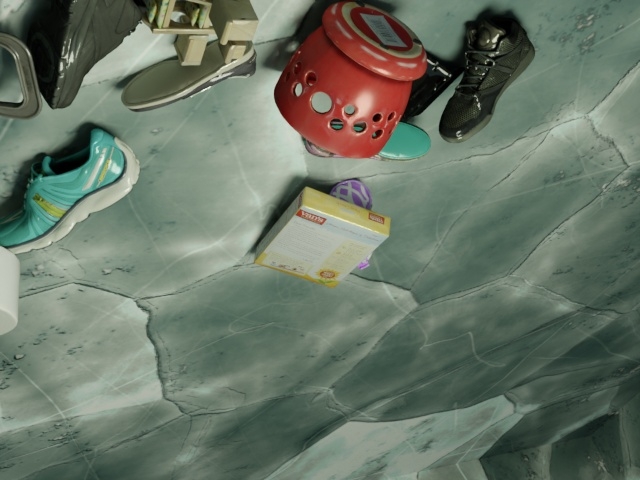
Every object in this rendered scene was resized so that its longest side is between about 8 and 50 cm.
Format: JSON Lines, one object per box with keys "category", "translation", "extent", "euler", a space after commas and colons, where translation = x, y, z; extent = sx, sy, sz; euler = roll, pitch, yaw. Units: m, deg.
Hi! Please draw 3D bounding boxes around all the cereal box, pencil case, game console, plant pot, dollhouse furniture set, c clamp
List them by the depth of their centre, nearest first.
{"category": "dollhouse furniture set", "translation": [-0.173, -0.269, 1.343], "extent": [0.101, 0.161, 0.182], "euler": [-5, 144, -27]}
{"category": "c clamp", "translation": [-0.435, -0.211, 1.350], "extent": [0.137, 0.022, 0.161], "euler": [13, 135, 4]}
{"category": "plant pot", "translation": [0.047, -0.244, 1.512], "extent": [0.191, 0.191, 0.174], "euler": [1, 135, -35]}
{"category": "game console", "translation": [0.168, -0.264, 1.728], "extent": [0.107, 0.071, 0.122], "euler": [33, 123, -20]}
{"category": "cereal box", "translation": [0.000, 0.000, 1.887], "extent": [0.173, 0.047, 0.240], "euler": [19, 147, -17]}
{"category": "pencil case", "translation": [0.060, -0.027, 1.948], "extent": [0.086, 0.088, 0.206], "euler": [-22, 149, -8]}

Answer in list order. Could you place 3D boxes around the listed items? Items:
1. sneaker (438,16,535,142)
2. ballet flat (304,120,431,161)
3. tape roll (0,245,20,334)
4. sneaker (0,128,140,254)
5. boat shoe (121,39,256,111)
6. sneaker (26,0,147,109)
{"category": "sneaker", "translation": [0.252, -0.270, 1.654], "extent": [0.227, 0.087, 0.130], "euler": [-51, 141, -7]}
{"category": "ballet flat", "translation": [0.077, -0.170, 1.759], "extent": [0.221, 0.077, 0.079], "euler": [-2, 179, -18]}
{"category": "tape roll", "translation": [-0.603, 0.075, 1.559], "extent": [0.286, 0.100, 0.286], "euler": [-2, 160, -1]}
{"category": "sneaker", "translation": [-0.407, -0.078, 1.574], "extent": [0.275, 0.107, 0.110], "euler": [-33, 126, 13]}
{"category": "boat shoe", "translation": [-0.185, -0.227, 1.487], "extent": [0.206, 0.075, 0.065], "euler": [-26, 147, -5]}
{"category": "sneaker", "translation": [-0.294, -0.275, 1.320], "extent": [0.130, 0.109, 0.286], "euler": [-13, 153, -36]}
